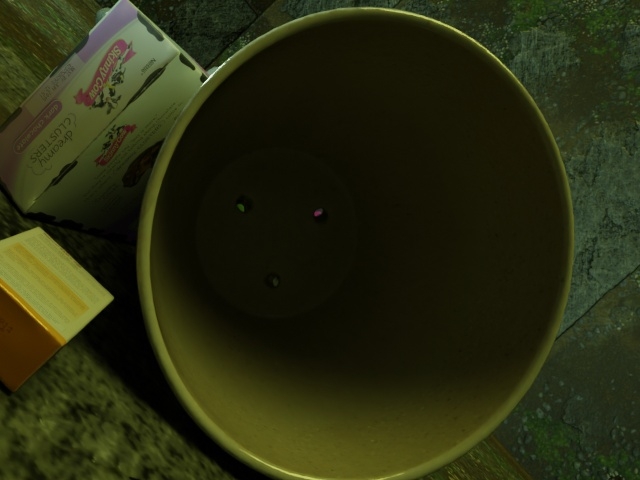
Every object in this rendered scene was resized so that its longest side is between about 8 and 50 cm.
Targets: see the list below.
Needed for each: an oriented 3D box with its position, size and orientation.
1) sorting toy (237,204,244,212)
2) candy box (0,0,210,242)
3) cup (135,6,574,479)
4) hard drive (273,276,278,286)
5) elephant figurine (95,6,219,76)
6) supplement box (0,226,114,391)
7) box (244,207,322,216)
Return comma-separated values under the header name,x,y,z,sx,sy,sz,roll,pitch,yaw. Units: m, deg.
name,x,y,z,sx,sy,sz,roll,pitch,yaw
sorting toy,-0.123,-0.013,0.854,0.061,0.102,0.042,26,32,33
candy box,-0.156,-0.086,0.596,0.070,0.165,0.196,47,4,14
cup,0.000,0.000,0.584,0.331,0.331,0.237,45,-12,-20
hard drive,-0.030,0.104,0.827,0.172,0.054,0.254,47,3,4
elephant figurine,-0.220,-0.157,0.864,0.239,0.186,0.169,21,-43,21
supplement box,-0.154,0.032,0.368,0.062,0.036,0.098,46,4,-7
box,-0.038,-0.033,0.958,0.247,0.142,0.163,24,-6,24
